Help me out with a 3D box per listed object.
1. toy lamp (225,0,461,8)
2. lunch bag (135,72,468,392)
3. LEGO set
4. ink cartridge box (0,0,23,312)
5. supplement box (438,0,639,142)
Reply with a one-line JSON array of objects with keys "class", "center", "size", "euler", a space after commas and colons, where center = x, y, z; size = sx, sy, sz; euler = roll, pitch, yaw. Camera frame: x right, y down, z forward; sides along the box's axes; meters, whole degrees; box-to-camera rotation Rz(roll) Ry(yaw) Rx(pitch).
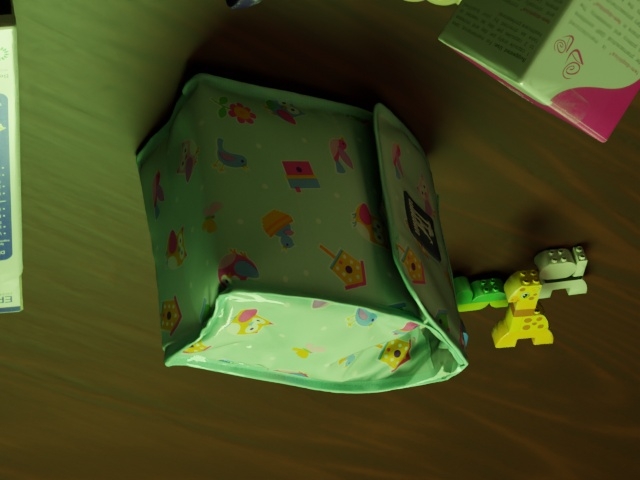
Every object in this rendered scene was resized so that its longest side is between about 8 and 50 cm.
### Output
[{"class": "toy lamp", "center": [0.064, -0.201, 1.464], "size": [0.274, 0.080, 0.080], "euler": [6, 136, -20]}, {"class": "lunch bag", "center": [0.000, 0.000, 1.560], "size": [0.262, 0.223, 0.160], "euler": [9, 142, -27]}, {"class": "LEGO set", "center": [0.159, 0.049, 1.777], "size": [0.227, 0.087, 0.093], "euler": [-6, 140, -13]}, {"class": "ink cartridge box", "center": [-0.323, -0.063, 1.510], "size": [0.165, 0.065, 0.333], "euler": [-5, 138, -13]}, {"class": "supplement box", "center": [0.208, -0.203, 1.410], "size": [0.111, 0.114, 0.220], "euler": [30, 94, -41]}]
